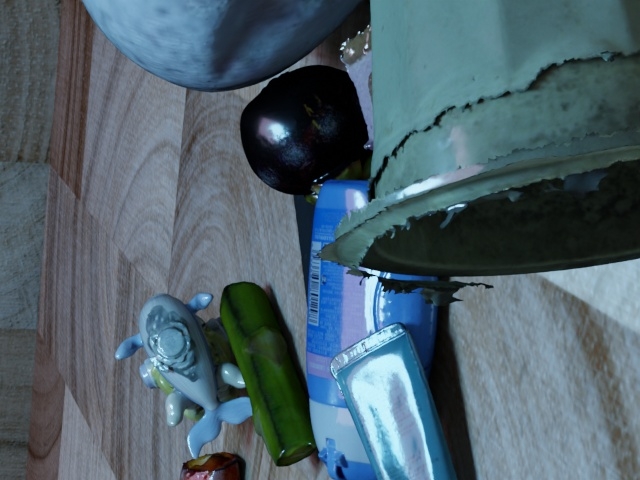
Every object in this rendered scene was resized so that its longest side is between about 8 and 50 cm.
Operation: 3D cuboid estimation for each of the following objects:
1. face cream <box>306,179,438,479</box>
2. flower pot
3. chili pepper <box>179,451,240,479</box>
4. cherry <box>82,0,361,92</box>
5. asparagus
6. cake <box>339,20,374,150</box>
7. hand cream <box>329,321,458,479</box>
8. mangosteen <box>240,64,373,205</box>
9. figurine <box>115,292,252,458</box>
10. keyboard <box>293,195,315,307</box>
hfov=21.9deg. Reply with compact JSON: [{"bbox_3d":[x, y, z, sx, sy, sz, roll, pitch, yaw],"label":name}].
[{"bbox_3d":[0.042,0.081,1.414,0.149,0.083,0.264,6,93,56],"label":"face cream"},{"bbox_3d":[0.132,-0.119,0.862,0.290,0.290,0.259,145,121,-67],"label":"flower pot"},{"bbox_3d":[-0.130,0.339,1.897,0.086,0.084,0.192,26,-115,-75],"label":"chili pepper"},{"bbox_3d":[-0.085,-0.275,1.518,0.335,0.291,0.326,116,178,-46],"label":"cherry"},{"bbox_3d":[-0.052,0.142,1.728,0.067,0.060,0.278,-55,33,25],"label":"asparagus"},{"bbox_3d":[0.141,-0.150,1.190,0.295,0.112,0.116,-29,62,53],"label":"cake"},{"bbox_3d":[0.071,0.179,1.318,0.083,0.048,0.224,-32,65,29],"label":"hand cream"},{"bbox_3d":[0.002,-0.086,1.513,0.151,0.137,0.137,56,156,2],"label":"mangosteen"},{"bbox_3d":[-0.146,0.143,1.877,0.208,0.128,0.184,59,179,26],"label":"figurine"},{"bbox_3d":[0.000,0.000,1.648,0.101,0.018,0.310,122,145,-58],"label":"keyboard"}]
